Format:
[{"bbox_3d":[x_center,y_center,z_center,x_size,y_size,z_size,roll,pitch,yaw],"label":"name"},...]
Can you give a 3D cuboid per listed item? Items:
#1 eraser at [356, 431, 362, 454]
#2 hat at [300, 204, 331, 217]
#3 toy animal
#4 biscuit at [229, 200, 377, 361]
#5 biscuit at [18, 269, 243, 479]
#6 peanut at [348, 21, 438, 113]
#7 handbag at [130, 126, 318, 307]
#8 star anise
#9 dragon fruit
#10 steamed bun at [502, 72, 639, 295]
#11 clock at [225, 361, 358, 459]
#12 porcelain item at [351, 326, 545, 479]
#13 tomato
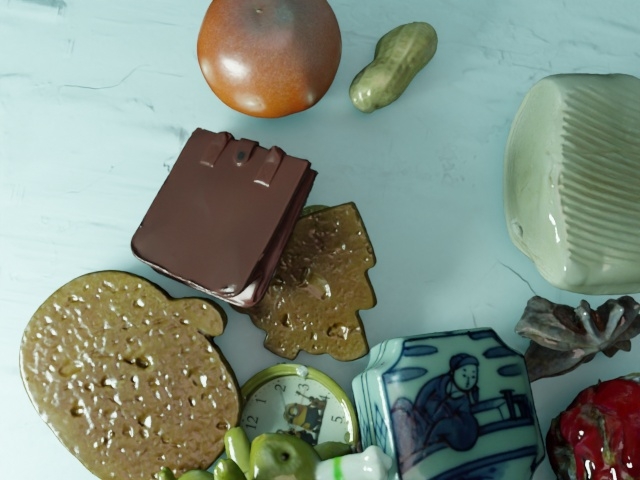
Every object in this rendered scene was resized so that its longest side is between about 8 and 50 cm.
[{"bbox_3d":[0.087,0.381,1.265,0.026,0.065,0.105,-33,84,-8],"label":"eraser"},{"bbox_3d":[0.000,0.000,1.319,0.146,0.067,0.146,1,81,-5],"label":"hat"},{"bbox_3d":[-0.086,0.362,1.116,0.363,0.181,0.180,-35,99,0],"label":"toy animal"},{"bbox_3d":[-0.004,0.071,1.278,0.278,0.043,0.301,30,100,2],"label":"biscuit"},{"bbox_3d":[-0.304,0.223,1.245,0.350,0.070,0.394,-37,85,-3],"label":"biscuit"},{"bbox_3d":[0.134,-0.324,1.373,0.099,0.090,0.214,40,78,-10],"label":"peanut"},{"bbox_3d":[-0.166,-0.046,1.262,0.260,0.084,0.275,21,78,27],"label":"handbag"},{"bbox_3d":[0.447,0.157,1.277,0.258,0.198,0.110,-12,50,-9],"label":"star anise"},{"bbox_3d":[0.534,0.363,1.189,0.329,0.329,0.329,1,81,-5],"label":"dragon fruit"},{"bbox_3d":[0.452,-0.090,1.295,0.247,0.236,0.383,0,80,-13],"label":"steamed bun"},{"bbox_3d":[-0.047,0.327,1.253,0.237,0.057,0.237,-2,80,12],"label":"clock"},{"bbox_3d":[0.209,0.292,1.211,0.282,0.157,0.285,-2,74,-20],"label":"porcelain item"},{"bbox_3d":[-0.089,-0.341,1.295,0.256,0.224,0.255,-1,75,3],"label":"tomato"}]
